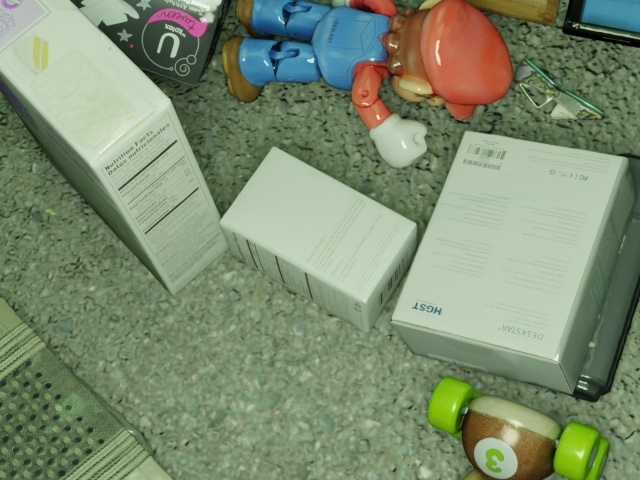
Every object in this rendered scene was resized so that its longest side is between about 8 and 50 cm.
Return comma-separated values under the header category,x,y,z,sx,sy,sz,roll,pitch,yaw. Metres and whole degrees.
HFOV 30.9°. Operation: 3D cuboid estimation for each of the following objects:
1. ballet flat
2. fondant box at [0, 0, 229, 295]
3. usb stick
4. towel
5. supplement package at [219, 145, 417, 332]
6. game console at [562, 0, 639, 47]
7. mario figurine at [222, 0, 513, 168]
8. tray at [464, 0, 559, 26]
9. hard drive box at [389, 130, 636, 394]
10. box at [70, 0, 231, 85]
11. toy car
category,x,y,z,sx,sy,sz,roll,pitch,yaw
ballet flat,0.266,-0.160,1.311,0.114,0.041,0.041,39,76,19
fondant box,-0.222,-0.106,1.166,0.096,0.330,0.238,-41,69,-12
usb stick,0.304,0.033,1.218,0.077,0.045,0.278,18,70,14
towel,-0.346,0.256,1.160,0.324,0.056,0.312,-41,70,-19
supplement package,0.000,0.000,1.225,0.179,0.105,0.105,30,74,15
game console,0.345,-0.262,1.327,0.122,0.107,0.071,12,97,10
mario figurine,0.061,-0.193,1.316,0.321,0.170,0.198,10,104,20
tray,0.237,-0.469,1.421,0.203,0.076,0.410,15,70,10
hard drive box,0.200,0.018,1.186,0.181,0.089,0.232,13,68,28
box,-0.225,-0.285,1.284,0.247,0.163,0.142,19,108,-5
toy car,0.166,0.247,1.098,0.155,0.149,0.188,18,81,25
